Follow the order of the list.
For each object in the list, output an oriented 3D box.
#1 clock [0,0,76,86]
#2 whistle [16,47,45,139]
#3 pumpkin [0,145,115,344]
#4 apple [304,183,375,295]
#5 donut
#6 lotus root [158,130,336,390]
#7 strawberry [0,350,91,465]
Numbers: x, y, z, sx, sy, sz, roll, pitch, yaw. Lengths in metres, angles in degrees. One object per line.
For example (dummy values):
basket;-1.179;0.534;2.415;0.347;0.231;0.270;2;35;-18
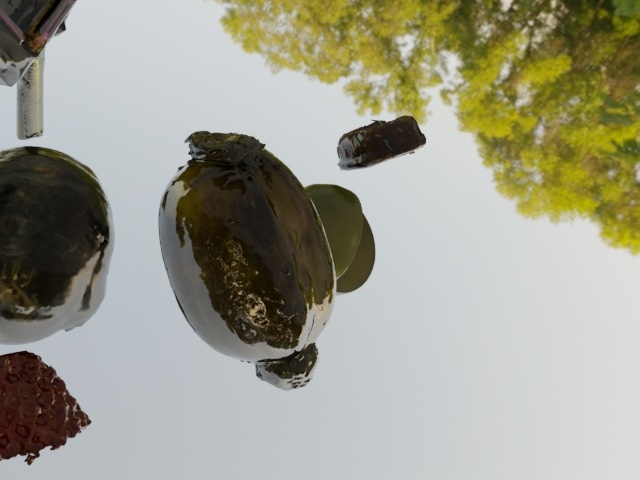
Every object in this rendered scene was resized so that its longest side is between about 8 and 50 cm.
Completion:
clock;-0.291;-0.271;0.453;0.084;0.253;0.186;9;-117;22
whistle;-0.722;-0.365;1.427;0.068;0.326;0.057;-11;-117;-32
pumpkin;-0.649;0.008;1.248;0.344;0.454;0.454;9;-138;-39
apple;0.000;0.000;1.399;0.292;0.292;0.253;19;-115;-29
donut;0.138;-0.250;1.442;0.230;0.216;0.095;-149;39;-70
lotus root;-0.050;0.019;0.423;0.120;0.120;0.209;-45;-57;-58
strawberry;-0.541;0.287;1.014;0.234;0.234;0.177;-8;-91;-50
